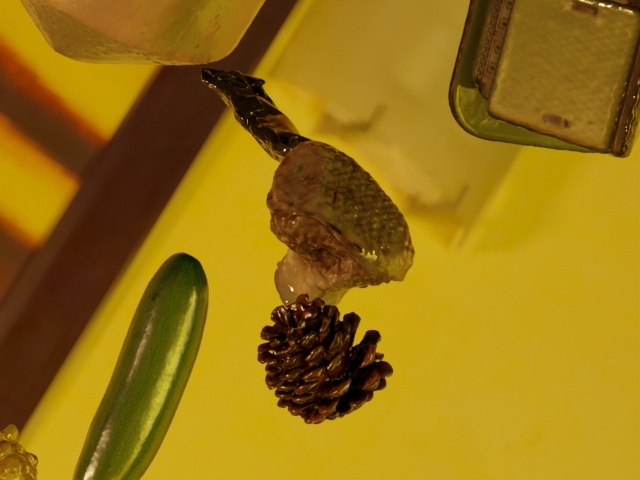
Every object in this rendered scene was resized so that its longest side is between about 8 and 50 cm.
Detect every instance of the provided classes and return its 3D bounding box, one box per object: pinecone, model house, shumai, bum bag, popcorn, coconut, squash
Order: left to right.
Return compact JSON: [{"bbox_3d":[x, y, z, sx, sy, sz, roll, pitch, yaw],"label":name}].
[{"bbox_3d":[-0.256,0.184,1.516,0.083,0.057,0.082,52,-40,24],"label":"popcorn"},{"bbox_3d":[-0.179,-0.316,1.957,0.297,0.309,0.297,34,21,-15],"label":"coconut"},{"bbox_3d":[-0.186,0.153,2.070,0.082,0.292,0.082,20,-8,3],"label":"squash"},{"bbox_3d":[-0.049,-0.117,1.934,0.087,0.049,0.197,39,7,-44],"label":"bum bag"},{"bbox_3d":[-0.001,0.095,1.521,0.102,0.102,0.109,12,-17,42],"label":"pinecone"},{"bbox_3d":[0.003,0.002,1.607,0.145,0.145,0.116,36,-62,-17],"label":"shumai"},{"bbox_3d":[0.260,-0.142,1.553,0.205,0.218,0.279,5,18,-26],"label":"model house"}]
